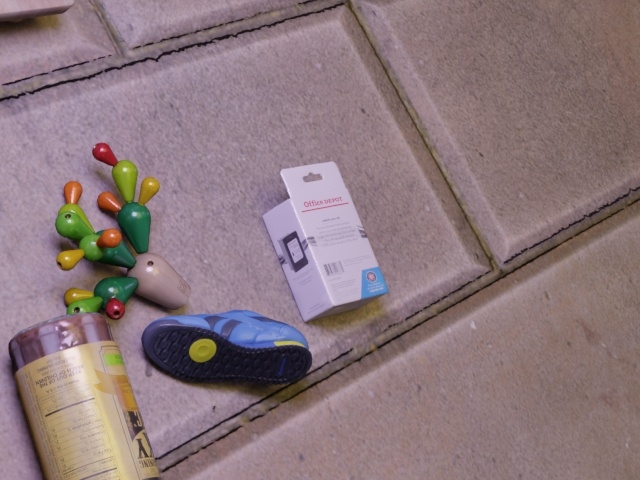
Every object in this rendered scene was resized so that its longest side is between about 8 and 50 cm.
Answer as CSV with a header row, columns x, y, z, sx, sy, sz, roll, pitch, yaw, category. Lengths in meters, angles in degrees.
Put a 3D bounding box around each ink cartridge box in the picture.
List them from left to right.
x,y,z,sx,sy,sz,roll,pitch,yaw,category
0.000,0.000,1.899,0.104,0.060,0.180,-11,75,-45,ink cartridge box

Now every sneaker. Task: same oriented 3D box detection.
x,y,z,sx,sy,sz,roll,pitch,yaw,category
-0.112,0.112,1.741,0.209,0.069,0.082,9,28,-30,sneaker

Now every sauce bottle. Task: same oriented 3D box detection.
x,y,z,sx,sy,sz,roll,pitch,yaw,category
-0.212,0.246,1.530,0.111,0.111,0.344,-8,74,-45,sauce bottle

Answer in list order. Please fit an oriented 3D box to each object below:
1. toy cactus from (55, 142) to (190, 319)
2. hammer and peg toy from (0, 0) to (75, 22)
x,y,z,sx,sy,sz,roll,pitch,yaw,category
-0.208,0.011,1.683,0.180,0.112,0.219,38,37,-34,toy cactus
-0.429,-0.400,1.679,0.266,0.127,0.361,-16,79,-46,hammer and peg toy
